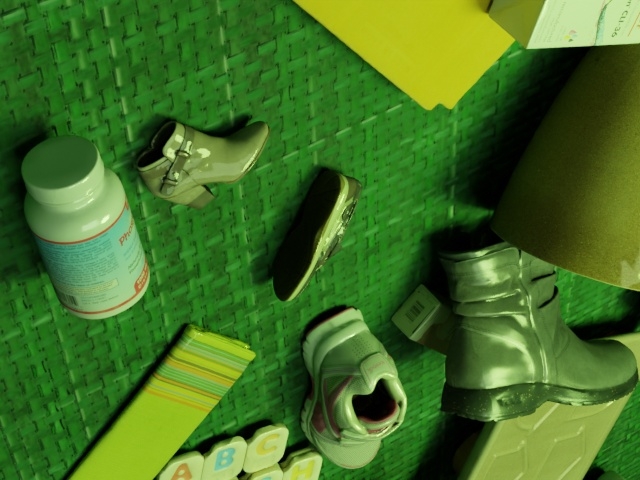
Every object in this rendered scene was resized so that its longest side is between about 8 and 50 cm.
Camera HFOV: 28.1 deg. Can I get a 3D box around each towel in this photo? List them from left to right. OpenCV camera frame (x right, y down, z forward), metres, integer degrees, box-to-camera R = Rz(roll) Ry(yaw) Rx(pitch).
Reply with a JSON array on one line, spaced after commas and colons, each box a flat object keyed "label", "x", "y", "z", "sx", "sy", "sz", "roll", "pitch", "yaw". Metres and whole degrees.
[{"label": "towel", "x": -0.177, "y": 0.191, "z": 1.387, "sx": 0.102, "sy": 0.021, "sz": 0.237, "roll": 28, "pitch": 106, "yaw": -45}]

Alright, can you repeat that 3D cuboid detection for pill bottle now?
[{"label": "pill bottle", "x": -0.206, "y": -0.012, "z": 1.111, "sx": 0.087, "sy": 0.087, "sz": 0.160, "roll": -29, "pitch": 141, "yaw": -17}]

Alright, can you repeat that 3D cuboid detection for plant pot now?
[{"label": "plant pot", "x": 0.338, "y": -0.101, "z": 1.412, "sx": 0.237, "sy": 0.237, "sz": 0.254, "roll": 1, "pitch": 112, "yaw": -42}]

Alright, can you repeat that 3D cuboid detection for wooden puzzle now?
[{"label": "wooden puzzle", "x": 0.317, "y": 0.254, "z": 1.834, "sx": 0.347, "sy": 0.080, "sz": 0.322, "roll": -9, "pitch": 132, "yaw": -41}]

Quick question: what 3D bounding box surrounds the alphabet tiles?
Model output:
[{"label": "alphabet tiles", "x": -0.128, "y": 0.339, "z": 1.555, "sx": 0.284, "sy": 0.021, "sz": 0.278, "roll": -14, "pitch": 136, "yaw": -29}]

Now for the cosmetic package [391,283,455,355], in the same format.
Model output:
[{"label": "cosmetic package", "x": 0.144, "y": 0.100, "z": 1.558, "sx": 0.060, "sy": 0.041, "sz": 0.115, "roll": -51, "pitch": 141, "yaw": 10}]

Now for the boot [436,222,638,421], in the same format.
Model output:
[{"label": "boot", "x": 0.279, "y": 0.087, "z": 1.558, "sx": 0.338, "sy": 0.118, "sz": 0.223, "roll": -5, "pitch": 97, "yaw": -45}]

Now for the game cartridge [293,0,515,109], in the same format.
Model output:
[{"label": "game cartridge", "x": 0.141, "y": -0.294, "z": 1.182, "sx": 0.324, "sy": 0.053, "sz": 0.285, "roll": -47, "pitch": 142, "yaw": 10}]

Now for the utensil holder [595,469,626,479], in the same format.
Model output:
[{"label": "utensil holder", "x": 0.426, "y": 0.620, "z": 2.071, "sx": 0.385, "sy": 0.327, "sz": 0.328, "roll": -38, "pitch": 142, "yaw": -4}]

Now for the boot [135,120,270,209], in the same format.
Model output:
[{"label": "boot", "x": -0.109, "y": -0.083, "z": 1.169, "sx": 0.118, "sy": 0.042, "sz": 0.087, "roll": -50, "pitch": 134, "yaw": -2}]

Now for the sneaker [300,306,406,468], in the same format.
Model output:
[{"label": "sneaker", "x": 0.042, "y": 0.200, "z": 1.507, "sx": 0.103, "sy": 0.111, "sz": 0.252, "roll": -28, "pitch": 140, "yaw": -18}]

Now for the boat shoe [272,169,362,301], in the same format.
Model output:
[{"label": "boat shoe", "x": 0.000, "y": 0.000, "z": 1.326, "sx": 0.049, "sy": 0.056, "sz": 0.152, "roll": 9, "pitch": 120, "yaw": -39}]

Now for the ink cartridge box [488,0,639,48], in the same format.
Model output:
[{"label": "ink cartridge box", "x": 0.271, "y": -0.253, "z": 1.236, "sx": 0.198, "sy": 0.067, "sz": 0.115, "roll": -9, "pitch": 133, "yaw": -35}]
